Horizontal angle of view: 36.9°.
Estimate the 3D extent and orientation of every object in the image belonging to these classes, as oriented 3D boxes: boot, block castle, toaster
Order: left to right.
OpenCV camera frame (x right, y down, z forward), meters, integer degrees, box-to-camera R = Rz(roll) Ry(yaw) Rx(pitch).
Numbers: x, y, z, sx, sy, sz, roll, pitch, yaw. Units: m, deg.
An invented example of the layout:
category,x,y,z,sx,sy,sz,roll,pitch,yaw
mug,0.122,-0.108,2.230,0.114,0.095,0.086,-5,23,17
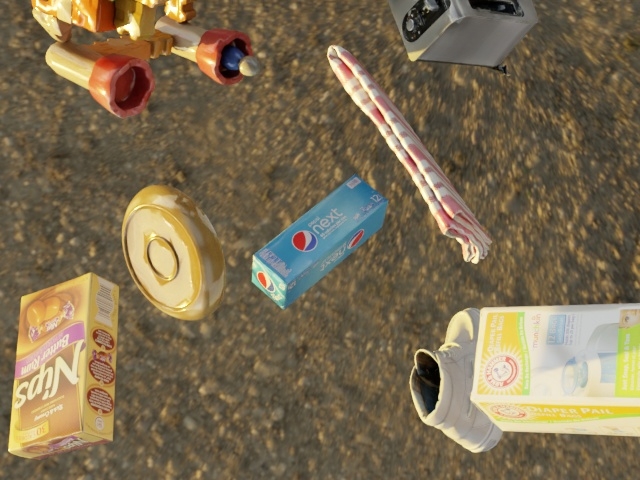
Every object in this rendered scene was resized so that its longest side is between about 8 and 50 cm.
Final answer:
category,x,y,z,sx,sy,sz,roll,pitch,yaw
block castle,-0.208,-0.416,1.312,0.213,0.303,0.453,27,125,28
boot,0.194,0.177,1.396,0.123,0.258,0.095,31,124,-23
toaster,0.193,-0.328,1.316,0.110,0.186,0.168,-45,55,49

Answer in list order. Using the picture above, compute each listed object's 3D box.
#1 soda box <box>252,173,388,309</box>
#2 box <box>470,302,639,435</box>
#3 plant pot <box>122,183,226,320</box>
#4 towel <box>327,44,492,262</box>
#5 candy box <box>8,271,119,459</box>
category,x,y,z,sx,sy,sz,roll,pitch,yaw
soda box,0.000,0.000,1.354,0.067,0.210,0.071,41,151,20
box,0.275,0.138,1.019,0.203,0.114,0.103,-4,150,31
plant pot,-0.250,0.026,1.566,0.236,0.032,0.236,18,119,36
towel,0.076,-0.073,0.834,0.029,0.144,0.197,-36,69,10
candy box,-0.283,0.139,1.065,0.109,0.053,0.186,-19,60,24
